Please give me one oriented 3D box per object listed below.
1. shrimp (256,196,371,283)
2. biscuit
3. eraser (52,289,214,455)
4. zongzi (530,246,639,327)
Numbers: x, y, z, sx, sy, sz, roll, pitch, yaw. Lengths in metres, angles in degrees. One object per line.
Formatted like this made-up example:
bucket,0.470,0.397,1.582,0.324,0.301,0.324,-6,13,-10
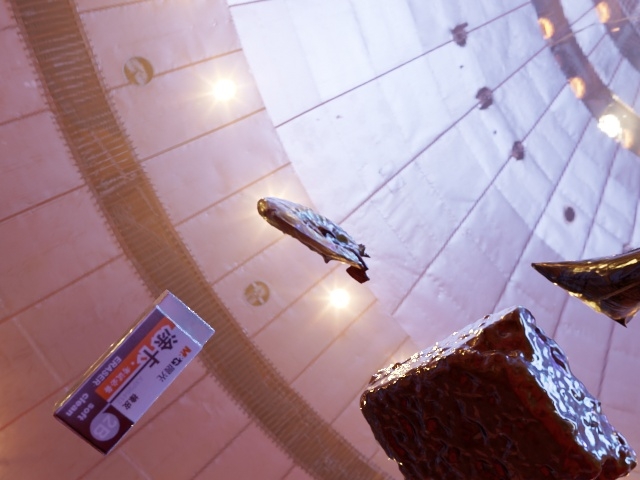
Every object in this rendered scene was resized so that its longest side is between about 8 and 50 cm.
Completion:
shrimp,-0.002,0.003,0.784,0.187,0.132,0.051,28,-74,-24
biscuit,0.286,0.337,1.085,0.166,0.395,0.342,-26,-100,-49
eraser,-0.141,0.099,0.463,0.052,0.029,0.122,46,-106,-17
zongzi,0.593,0.055,1.277,0.241,0.247,0.111,27,-119,13
